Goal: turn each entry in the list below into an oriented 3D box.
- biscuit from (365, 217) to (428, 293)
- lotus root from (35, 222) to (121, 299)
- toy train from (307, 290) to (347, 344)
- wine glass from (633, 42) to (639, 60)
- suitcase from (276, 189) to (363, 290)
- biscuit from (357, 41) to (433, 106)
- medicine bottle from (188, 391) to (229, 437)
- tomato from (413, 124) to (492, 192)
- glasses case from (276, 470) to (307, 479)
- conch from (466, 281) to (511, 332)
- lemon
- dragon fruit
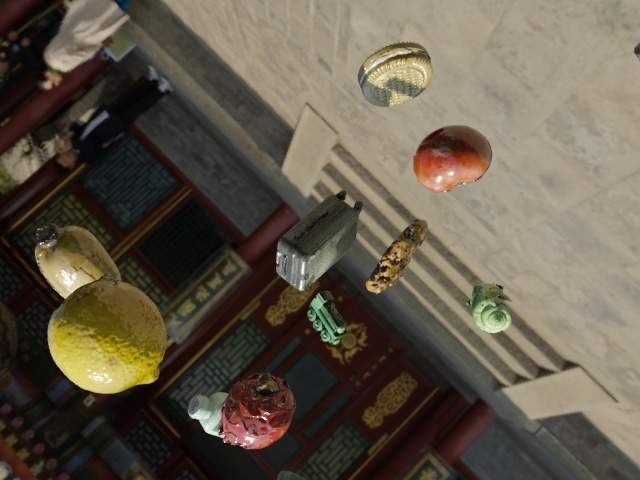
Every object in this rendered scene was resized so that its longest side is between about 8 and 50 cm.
[{"bbox_3d":[0.295,0.064,2.050,0.081,0.334,0.289,38,-177,15],"label":"biscuit"},{"bbox_3d":[-0.627,0.064,1.425,0.146,0.160,0.284,52,169,46],"label":"lotus root"},{"bbox_3d":[0.024,0.263,1.861,0.071,0.111,0.170,0,-135,-46],"label":"toy train"},{"bbox_3d":[0.697,-0.438,1.048,0.074,0.074,0.262,44,166,15],"label":"wine glass"},{"bbox_3d":[0.000,0.000,1.725,0.128,0.312,0.202,36,147,20],"label":"suitcase"},{"bbox_3d":[0.244,-0.532,1.787,0.259,0.259,0.079,63,-169,-69],"label":"biscuit"},{"bbox_3d":[-0.294,0.533,1.683,0.229,0.121,0.083,34,180,-38],"label":"medicine bottle"},{"bbox_3d":[0.363,-0.253,1.576,0.112,0.228,0.199,33,-142,-59],"label":"tomato"},{"bbox_3d":[-0.050,0.698,1.511,0.039,0.078,0.184,-13,136,42],"label":"glasses case"},{"bbox_3d":[0.372,0.135,1.225,0.079,0.105,0.170,21,-164,-9],"label":"conch"},{"bbox_3d":[-0.446,0.206,1.180,0.253,0.228,0.228,46,174,7],"label":"lemon"},{"bbox_3d":[-0.149,0.403,1.315,0.172,0.209,0.172,36,-154,-20],"label":"dragon fruit"}]
